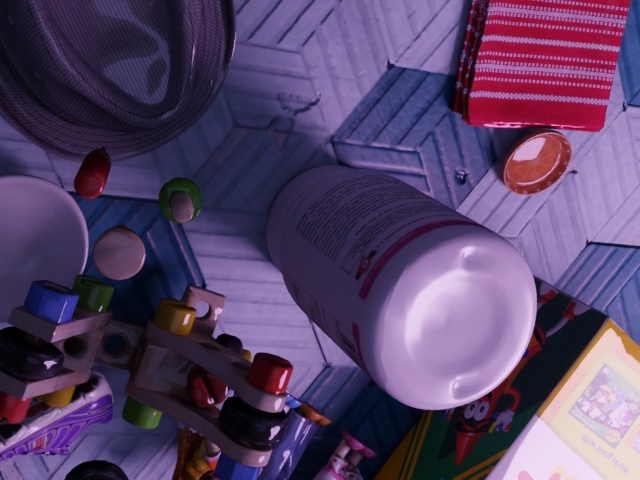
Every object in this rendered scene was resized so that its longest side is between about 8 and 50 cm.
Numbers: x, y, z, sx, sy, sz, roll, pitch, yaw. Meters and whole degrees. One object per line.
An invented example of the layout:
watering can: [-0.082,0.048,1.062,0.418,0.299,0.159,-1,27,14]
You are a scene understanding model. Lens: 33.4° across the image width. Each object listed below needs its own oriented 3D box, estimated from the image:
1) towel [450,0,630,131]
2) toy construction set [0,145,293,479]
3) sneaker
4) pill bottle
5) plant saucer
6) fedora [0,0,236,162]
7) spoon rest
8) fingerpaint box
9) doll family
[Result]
towel: [0.249,-0.251,1.125,0.199,0.031,0.274,2,107,-25]
toy construction set: [-0.165,0.067,0.952,0.258,0.237,0.308,-6,105,-7]
sneaker: [-0.276,0.189,1.025,0.170,0.068,0.071,-23,121,-16]
pill bottle: [0.058,0.027,0.982,0.160,0.283,0.160,-8,110,-21]
plant saucer: [0.237,-0.087,1.174,0.084,0.013,0.083,-12,132,-14]
fedora: [-0.176,-0.186,0.905,0.244,0.124,0.275,-23,115,-15]
spoon rest: [-0.339,0.020,0.927,0.276,0.084,0.137,-11,112,-20]
fingerpaint box: [0.308,0.319,1.272,0.445,0.163,0.371,37,89,-29]
doll family: [-0.067,0.236,1.123,0.163,0.118,0.263,-54,138,-6]
